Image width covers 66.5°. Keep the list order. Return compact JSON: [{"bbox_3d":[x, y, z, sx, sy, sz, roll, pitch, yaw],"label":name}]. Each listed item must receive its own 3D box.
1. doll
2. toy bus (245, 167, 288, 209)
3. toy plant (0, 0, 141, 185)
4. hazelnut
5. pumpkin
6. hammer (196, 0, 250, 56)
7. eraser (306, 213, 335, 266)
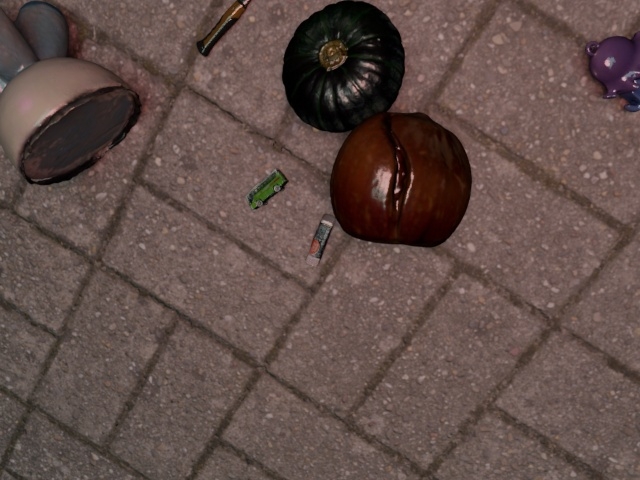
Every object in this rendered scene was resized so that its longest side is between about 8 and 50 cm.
[{"bbox_3d":[0.486,-0.248,0.739,0.205,0.067,0.110,24,92,-9],"label":"doll"},{"bbox_3d":[-0.098,-0.091,0.885,0.083,0.031,0.037,-38,88,15],"label":"toy bus"},{"bbox_3d":[-0.497,-0.283,0.807,0.247,0.247,0.332,-44,91,16],"label":"toy plant"},{"bbox_3d":[0.119,-0.093,0.762,0.218,0.233,0.218,-3,86,47],"label":"hazelnut"},{"bbox_3d":[0.033,-0.267,0.757,0.201,0.140,0.202,0,89,22],"label":"pumpkin"},{"bbox_3d":[-0.136,-0.390,0.822,0.078,0.021,0.201,46,106,-4],"label":"hammer"},{"bbox_3d":[0.000,0.000,0.897,0.027,0.019,0.099,22,107,3],"label":"eraser"}]
